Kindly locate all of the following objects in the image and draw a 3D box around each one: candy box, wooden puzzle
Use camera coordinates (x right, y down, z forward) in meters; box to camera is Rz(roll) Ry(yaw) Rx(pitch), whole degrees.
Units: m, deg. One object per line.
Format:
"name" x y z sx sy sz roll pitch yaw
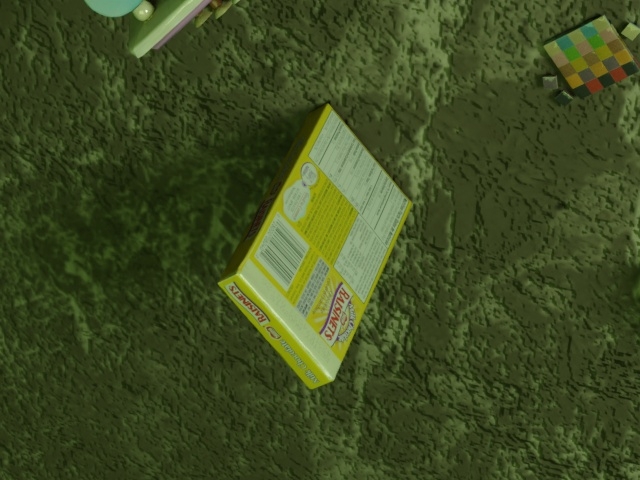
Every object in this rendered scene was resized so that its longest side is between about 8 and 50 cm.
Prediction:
"candy box" 0.000 0.000 1.384 0.027 0.206 0.105 -24 115 34
"wooden puzzle" 0.187 -0.127 1.362 0.083 0.006 0.049 -25 115 30

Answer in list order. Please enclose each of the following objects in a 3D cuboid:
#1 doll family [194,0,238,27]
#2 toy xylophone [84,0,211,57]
"doll family" -0.072 -0.222 1.334 0.193 0.076 0.111 -35 105 28
"toy xylophone" -0.164 -0.282 1.224 0.322 0.081 0.236 35 120 -12
